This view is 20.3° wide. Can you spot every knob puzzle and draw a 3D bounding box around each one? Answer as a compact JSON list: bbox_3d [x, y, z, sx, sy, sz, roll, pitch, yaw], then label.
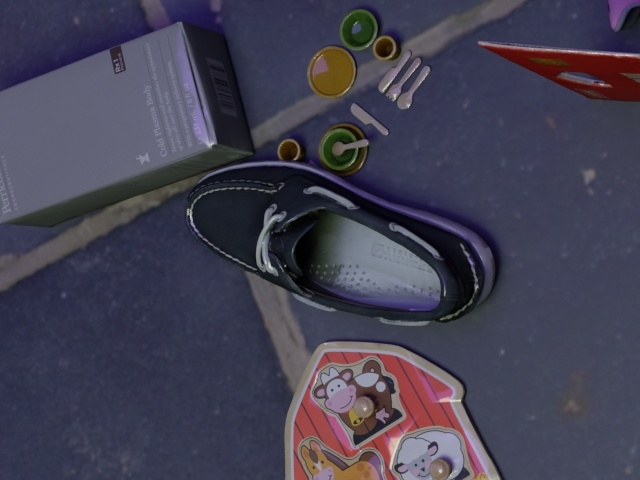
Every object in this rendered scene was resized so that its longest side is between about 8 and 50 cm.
[{"bbox_3d":[0.043,0.175,1.573,0.213,0.030,0.213,-2,86,24],"label":"knob puzzle"}]

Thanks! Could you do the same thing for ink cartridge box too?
[{"bbox_3d":[0.284,-0.094,1.337,0.261,0.296,0.066,3,88,25],"label":"ink cartridge box"}]

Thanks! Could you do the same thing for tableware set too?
[{"bbox_3d":[0.019,-0.126,1.605,0.104,0.024,0.154,42,104,21],"label":"tableware set"}]

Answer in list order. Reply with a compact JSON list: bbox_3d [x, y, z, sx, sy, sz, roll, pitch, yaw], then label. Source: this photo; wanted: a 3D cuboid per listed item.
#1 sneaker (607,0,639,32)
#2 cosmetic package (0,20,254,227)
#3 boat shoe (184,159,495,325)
[{"bbox_3d":[0.377,-0.187,1.420,0.319,0.112,0.131,23,113,26],"label":"sneaker"},{"bbox_3d":[-0.194,-0.104,1.657,0.238,0.107,0.127,-20,82,18],"label":"cosmetic package"},{"bbox_3d":[0.000,0.000,1.560,0.302,0.091,0.114,10,105,26],"label":"boat shoe"}]
